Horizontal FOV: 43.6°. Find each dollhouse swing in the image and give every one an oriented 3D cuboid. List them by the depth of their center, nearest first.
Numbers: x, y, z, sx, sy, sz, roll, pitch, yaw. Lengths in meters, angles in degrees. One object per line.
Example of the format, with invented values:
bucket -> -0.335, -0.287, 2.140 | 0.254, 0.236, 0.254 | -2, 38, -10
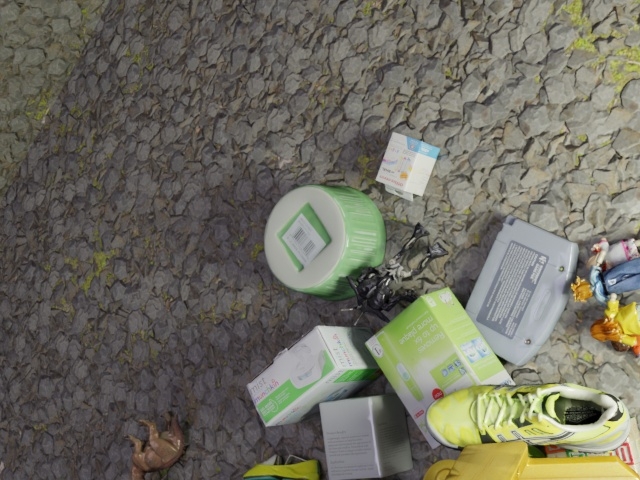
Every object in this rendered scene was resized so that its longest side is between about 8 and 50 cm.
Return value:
dollhouse swing -> 0.392, 0.568, 1.399 | 0.305, 0.315, 0.346 | -1, 104, 27

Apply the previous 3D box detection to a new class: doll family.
doll family -> 0.594, 0.111, 1.594 | 0.163, 0.118, 0.263 | -24, 71, 32

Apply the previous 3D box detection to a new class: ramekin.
ramekin -> 0.000, 0.000, 2.027 | 0.303, 0.148, 0.303 | -5, 82, 36

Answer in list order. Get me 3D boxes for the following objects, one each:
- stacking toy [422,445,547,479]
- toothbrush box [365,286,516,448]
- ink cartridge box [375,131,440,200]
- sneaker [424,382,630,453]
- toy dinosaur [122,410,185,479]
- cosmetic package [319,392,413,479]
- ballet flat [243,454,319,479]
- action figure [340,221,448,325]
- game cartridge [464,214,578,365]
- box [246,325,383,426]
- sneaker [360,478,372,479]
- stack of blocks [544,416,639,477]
stacking toy -> 0.374, 0.590, 1.695 | 0.280, 0.130, 0.309 | -20, 72, -12
toothbrush box -> 0.266, 0.280, 1.775 | 0.206, 0.122, 0.283 | -45, 70, 35
ink cartridge box -> 0.208, -0.175, 1.931 | 0.092, 0.090, 0.143 | 25, 99, 36
sneaker -> 0.389, 0.323, 1.532 | 0.385, 0.147, 0.145 | -6, 57, 13
toy dinosaur -> -0.470, 0.627, 2.326 | 0.296, 0.127, 0.200 | -43, 69, 11
cosmetic package -> 0.108, 0.462, 1.892 | 0.151, 0.151, 0.183 | -14, 77, 34
ballet flat -> -0.098, 0.599, 2.087 | 0.231, 0.077, 0.077 | -9, 58, 33
action figure -> 0.177, 0.096, 1.896 | 0.276, 0.141, 0.164 | -45, 62, 6
game cartridge -> 0.438, 0.113, 1.751 | 0.196, 0.060, 0.294 | 30, 103, 39
box -> -0.004, 0.325, 1.942 | 0.262, 0.231, 0.126 | -42, 62, 25
sneaker -> 0.185, 0.675, 1.852 | 0.109, 0.123, 0.295 | -38, 74, -15
stack of blocks -> 0.567, 0.514, 1.586 | 0.171, 0.087, 0.297 | -20, 73, 33
